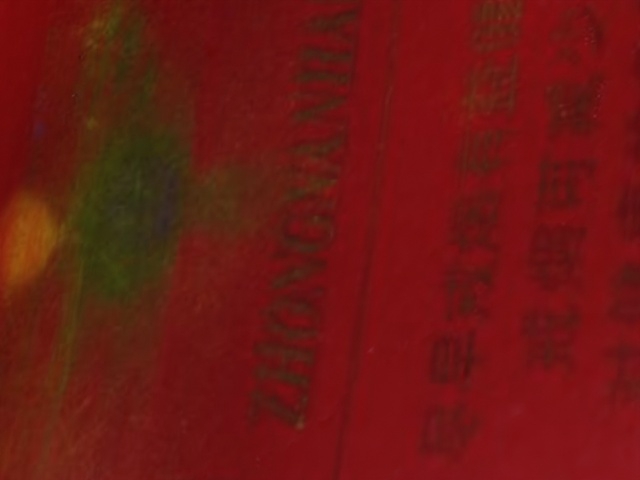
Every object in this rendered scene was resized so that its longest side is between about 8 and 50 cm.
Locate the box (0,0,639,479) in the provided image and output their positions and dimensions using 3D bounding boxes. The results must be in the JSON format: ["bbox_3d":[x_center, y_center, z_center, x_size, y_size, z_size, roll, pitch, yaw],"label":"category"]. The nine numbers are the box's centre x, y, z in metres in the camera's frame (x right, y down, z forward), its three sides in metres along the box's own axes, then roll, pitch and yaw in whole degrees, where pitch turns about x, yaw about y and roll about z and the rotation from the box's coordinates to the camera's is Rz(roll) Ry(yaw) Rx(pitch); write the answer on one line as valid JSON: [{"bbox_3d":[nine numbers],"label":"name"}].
[{"bbox_3d":[0.001,-0.001,0.525,0.313,0.089,0.197,-2,74,34],"label":"box"}]
